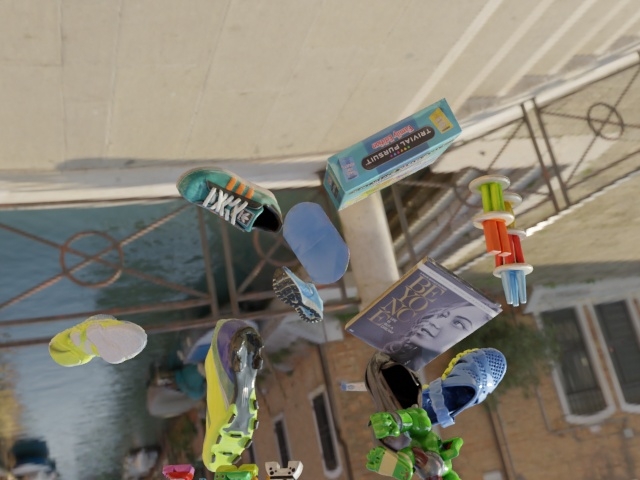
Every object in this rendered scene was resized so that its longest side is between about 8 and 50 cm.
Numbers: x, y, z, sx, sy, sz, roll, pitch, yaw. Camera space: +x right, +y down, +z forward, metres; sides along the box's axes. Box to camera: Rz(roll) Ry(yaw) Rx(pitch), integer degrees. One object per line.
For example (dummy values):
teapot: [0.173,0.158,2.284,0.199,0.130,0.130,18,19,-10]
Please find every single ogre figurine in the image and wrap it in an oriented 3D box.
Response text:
ogre figurine: [0.138,0.306,0.976,0.097,0.197,0.118,-50,166,30]

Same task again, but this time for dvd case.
dvd case: [0.172,0.133,1.246,0.164,0.018,0.221,33,127,-17]

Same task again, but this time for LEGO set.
LEGO set: [-0.135,0.413,1.154,0.227,0.093,0.087,-6,140,12]

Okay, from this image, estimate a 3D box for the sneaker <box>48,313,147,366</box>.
sneaker: [-0.421,0.179,1.442,0.240,0.091,0.126,-9,-159,26]

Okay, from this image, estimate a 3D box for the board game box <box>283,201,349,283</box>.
board game box: [0.000,0.000,1.435,0.033,0.168,0.133,-27,169,-45]

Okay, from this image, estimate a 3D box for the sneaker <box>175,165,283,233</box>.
sneaker: [-0.212,-0.094,1.810,0.302,0.121,0.108,15,120,-41]

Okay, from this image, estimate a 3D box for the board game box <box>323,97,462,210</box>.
board game box: [0.137,-0.167,1.528,0.254,0.079,0.336,-28,177,-2]

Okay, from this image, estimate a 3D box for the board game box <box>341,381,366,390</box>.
board game box: [0.117,0.377,1.885,0.090,0.020,0.090,-10,168,40]

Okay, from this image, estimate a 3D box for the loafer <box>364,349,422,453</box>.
loafer: [0.142,0.265,1.291,0.109,0.302,0.095,18,113,-5]

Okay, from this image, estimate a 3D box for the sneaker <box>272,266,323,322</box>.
sneaker: [-0.049,0.115,1.658,0.063,0.073,0.162,-20,123,30]

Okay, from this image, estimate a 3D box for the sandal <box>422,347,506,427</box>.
sandal: [0.322,0.347,1.677,0.317,0.126,0.138,-28,-177,-28]

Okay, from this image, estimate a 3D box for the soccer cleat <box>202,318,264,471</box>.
soccer cleat: [-0.176,0.287,1.372,0.093,0.289,0.121,5,-172,-41]

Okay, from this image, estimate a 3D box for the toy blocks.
toy blocks: [0.236,0.004,0.946,0.054,0.148,0.123,-13,158,25]
